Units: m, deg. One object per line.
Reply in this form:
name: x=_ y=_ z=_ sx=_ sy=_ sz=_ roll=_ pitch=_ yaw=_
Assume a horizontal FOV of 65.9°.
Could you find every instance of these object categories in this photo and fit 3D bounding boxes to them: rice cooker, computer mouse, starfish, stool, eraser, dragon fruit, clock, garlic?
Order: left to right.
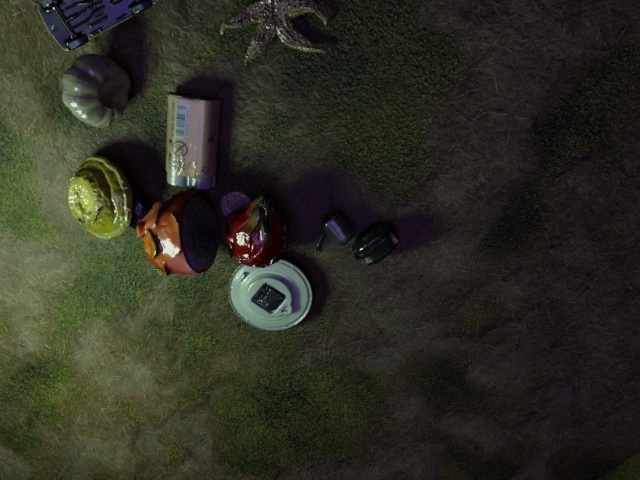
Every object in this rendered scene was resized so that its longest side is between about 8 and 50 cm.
garlic: x=-0.712 y=-0.466 z=1.516 sx=0.211 sy=0.218 sz=0.219 roll=24 pitch=116 yaw=24
computer mouse: x=-0.649 y=-0.114 z=1.707 sx=0.122 sy=0.073 sz=0.217 roll=-34 pitch=105 yaw=14
dragon fruit: x=-0.476 y=-0.012 z=1.636 sx=0.189 sy=0.291 sz=0.291 roll=-7 pitch=113 yaw=16
eraser: x=-0.419 y=-0.320 z=1.601 sx=0.170 sy=0.087 sz=0.291 roll=9 pitch=113 yaw=1
dragon fruit: x=-0.213 y=-0.036 z=1.631 sx=0.233 sy=0.234 sz=0.293 roll=2 pitch=131 yaw=2
clock: x=-0.183 y=0.199 z=1.816 sx=0.318 sy=0.080 sz=0.319 roll=1 pitch=113 yaw=3
starfish: x=-0.139 y=-0.641 z=1.458 sx=0.302 sy=0.060 sz=0.299 roll=-28 pitch=115 yaw=8
stool: x=0.060 y=-0.042 z=1.692 sx=0.096 sy=0.096 sz=0.110 roll=-38 pitch=101 yaw=17
rice cooker: x=0.190 y=0.012 z=1.697 sx=0.106 sy=0.112 sz=0.165 roll=40 pitch=110 yaw=-20

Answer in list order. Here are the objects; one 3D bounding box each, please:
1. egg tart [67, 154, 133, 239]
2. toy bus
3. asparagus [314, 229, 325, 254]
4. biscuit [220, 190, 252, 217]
egg tart: x=-0.748 y=-0.138 z=1.635 sx=0.290 sy=0.115 sz=0.291 roll=8 pitch=106 yaw=29
toy bus: x=-0.622 y=-0.679 z=1.419 sx=0.330 sy=0.151 sz=0.145 roll=-22 pitch=117 yaw=10
asparagus: x=0.000 y=0.000 z=1.754 sx=0.014 sy=0.015 sz=0.115 roll=20 pitch=112 yaw=-8
biscuit: x=-0.291 y=-0.117 z=1.718 sx=0.120 sy=0.015 sz=0.120 roll=1 pitch=113 yaw=2
